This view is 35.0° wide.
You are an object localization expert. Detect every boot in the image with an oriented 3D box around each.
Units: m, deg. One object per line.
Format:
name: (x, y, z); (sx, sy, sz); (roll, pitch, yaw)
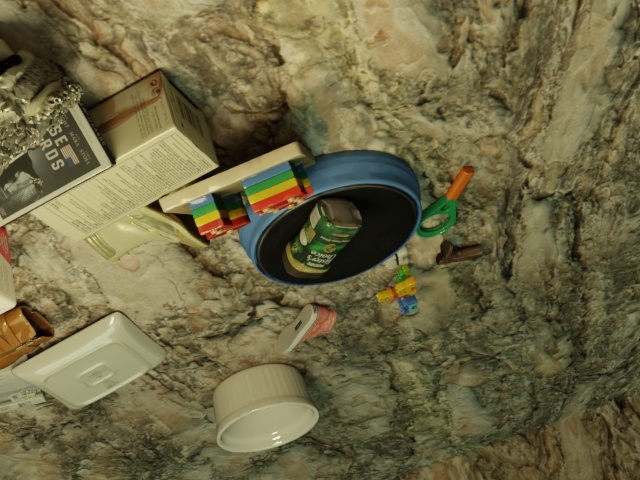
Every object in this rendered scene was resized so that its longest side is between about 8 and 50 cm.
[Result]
boot: (-0.332, -0.012, 1.948); (0.165, 0.077, 0.213); (-34, 140, 23)
boot: (-0.694, 0.198, 2.050); (0.220, 0.109, 0.283); (-25, 150, 12)
boot: (0.337, 0.023, 2.383); (0.114, 0.037, 0.106); (-7, 160, -13)

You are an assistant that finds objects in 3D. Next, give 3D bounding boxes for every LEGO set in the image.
LEGO set: (0.173, 0.115, 2.396); (0.093, 0.087, 0.227); (-17, 147, -3)

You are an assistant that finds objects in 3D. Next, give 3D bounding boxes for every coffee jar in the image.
coffee jar: (0.000, 0.000, 1.990); (0.096, 0.079, 0.184); (3, 143, -31)

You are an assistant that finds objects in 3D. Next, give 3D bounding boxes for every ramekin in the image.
ramekin: (-0.154, 0.439, 2.680); (0.277, 0.135, 0.277); (-14, 148, -9)

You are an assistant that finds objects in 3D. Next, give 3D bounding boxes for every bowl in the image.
bowl: (0.026, -0.033, 2.101); (0.391, 0.077, 0.391); (-13, 148, -8)

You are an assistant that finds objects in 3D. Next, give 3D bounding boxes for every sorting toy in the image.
sorting toy: (-0.129, -0.078, 1.826); (0.257, 0.089, 0.255); (-23, 178, 5)

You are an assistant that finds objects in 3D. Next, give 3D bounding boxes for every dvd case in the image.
dvd case: (-0.467, -0.144, 1.606); (0.238, 0.179, 0.029); (-27, -171, 13)

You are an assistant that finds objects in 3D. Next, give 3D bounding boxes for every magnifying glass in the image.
magnifying glass: (0.274, -0.081, 2.208); (0.092, 0.026, 0.231); (-2, 147, -24)

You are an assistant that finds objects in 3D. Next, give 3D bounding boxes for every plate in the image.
plate: (-0.515, 0.291, 2.317); (0.277, 0.045, 0.278); (-30, 149, 2)

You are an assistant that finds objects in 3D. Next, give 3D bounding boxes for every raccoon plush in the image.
raccoon plush: (-0.497, -0.085, 1.533); (0.299, 0.216, 0.446); (-5, 122, -7)

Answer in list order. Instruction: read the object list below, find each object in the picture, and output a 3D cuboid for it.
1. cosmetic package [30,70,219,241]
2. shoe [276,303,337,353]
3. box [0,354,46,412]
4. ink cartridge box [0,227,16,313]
cosmetic package: (-0.341, -0.136, 1.702); (0.296, 0.129, 0.153); (-26, 149, 12)
shoe: (-0.032, 0.222, 2.474); (0.081, 0.063, 0.178); (13, 133, -33)
box: (-0.719, 0.333, 2.315); (0.145, 0.038, 0.186); (-14, 149, -9)
ink cartridge box: (-0.646, 0.021, 1.745); (0.100, 0.172, 0.237); (-27, 147, 13)
